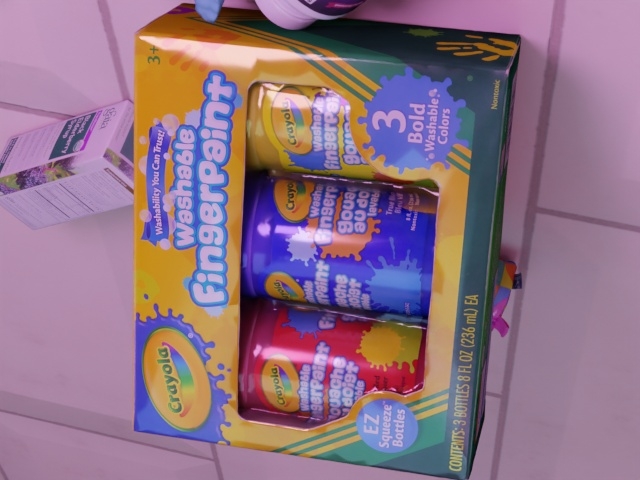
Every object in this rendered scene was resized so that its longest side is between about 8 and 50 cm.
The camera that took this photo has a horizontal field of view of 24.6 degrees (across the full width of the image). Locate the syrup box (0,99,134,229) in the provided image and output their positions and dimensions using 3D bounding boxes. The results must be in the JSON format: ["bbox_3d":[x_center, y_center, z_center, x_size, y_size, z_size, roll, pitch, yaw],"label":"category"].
[{"bbox_3d":[-0.304,-0.092,1.848,0.237,0.093,0.096,-12,138,40],"label":"syrup box"}]

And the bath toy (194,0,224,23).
[{"bbox_3d":[-0.248,-0.313,1.433,0.348,0.129,0.151,18,150,0],"label":"bath toy"}]

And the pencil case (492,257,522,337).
[{"bbox_3d":[0.131,0.037,1.829,0.236,0.104,0.104,20,149,-2],"label":"pencil case"}]

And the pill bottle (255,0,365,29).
[{"bbox_3d":[0.017,-0.273,1.379,0.108,0.108,0.193,31,147,-22],"label":"pill bottle"}]

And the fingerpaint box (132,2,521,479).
[{"bbox_3d":[0.000,0.000,1.531,0.371,0.163,0.444,8,111,10],"label":"fingerpaint box"}]
